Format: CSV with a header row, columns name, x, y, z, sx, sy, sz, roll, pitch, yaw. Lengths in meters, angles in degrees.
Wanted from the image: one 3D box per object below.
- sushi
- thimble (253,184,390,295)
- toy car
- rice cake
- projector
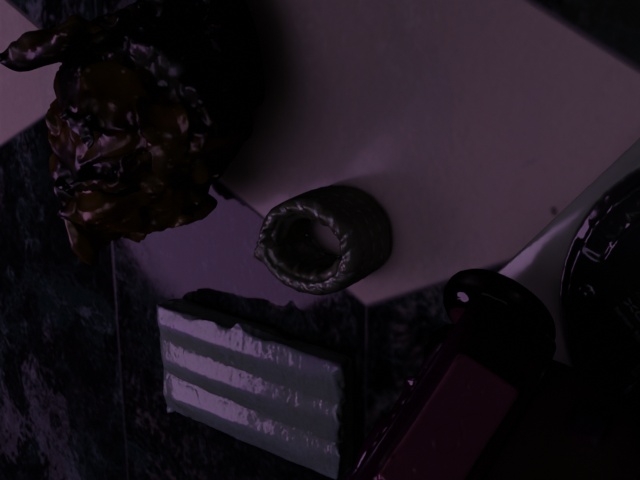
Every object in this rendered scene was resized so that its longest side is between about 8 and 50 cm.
name,x,y,z,sx,sy,sz,roll,pitch,yaw
sushi,-0.147,-0.101,0.867,0.213,0.200,0.204,-10,104,47
thimble,0.000,0.000,0.862,0.110,0.062,0.084,-8,100,42
toy car,0.110,0.201,0.676,0.240,0.271,0.340,34,161,11
rice cake,-0.067,0.132,0.974,0.237,0.043,0.127,12,110,37
projector,0.264,0.053,0.644,0.257,0.079,0.259,52,131,14
